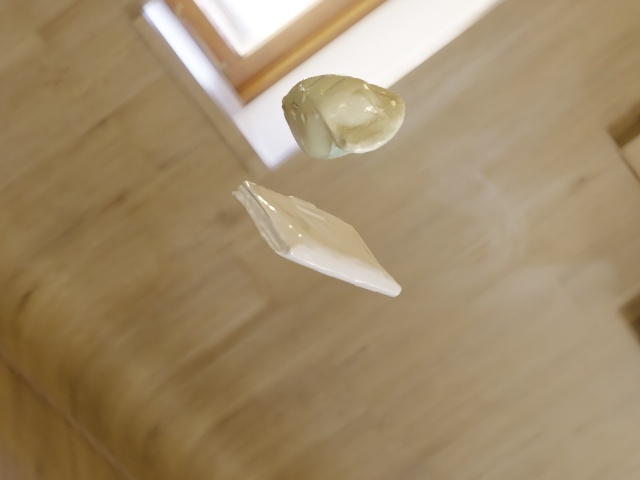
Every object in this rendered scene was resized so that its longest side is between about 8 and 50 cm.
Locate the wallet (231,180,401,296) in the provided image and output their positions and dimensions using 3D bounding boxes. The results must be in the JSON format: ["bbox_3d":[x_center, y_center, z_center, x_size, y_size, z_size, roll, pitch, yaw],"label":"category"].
[{"bbox_3d":[0.000,0.000,0.594,0.083,0.011,0.044,21,26,-52],"label":"wallet"}]

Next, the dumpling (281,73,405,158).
[{"bbox_3d":[0.013,-0.066,0.741,0.077,0.059,0.043,180,-104,-71],"label":"dumpling"}]
